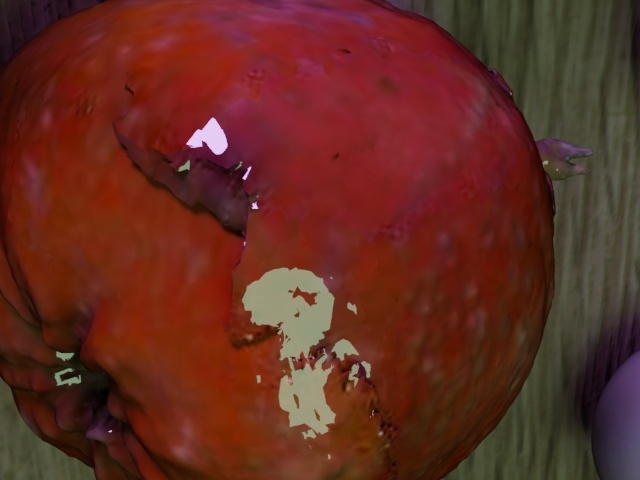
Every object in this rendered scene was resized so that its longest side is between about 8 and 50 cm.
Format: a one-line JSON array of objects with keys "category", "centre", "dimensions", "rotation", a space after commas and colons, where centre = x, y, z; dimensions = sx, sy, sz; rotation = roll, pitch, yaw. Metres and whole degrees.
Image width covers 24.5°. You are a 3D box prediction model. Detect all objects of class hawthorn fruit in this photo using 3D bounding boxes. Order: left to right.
[{"category": "hawthorn fruit", "centre": [0.000, 0.000, 0.678], "dimensions": [0.307, 0.276, 0.276], "rotation": [-22, 132, -32]}]

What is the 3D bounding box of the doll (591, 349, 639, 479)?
[{"category": "doll", "centre": [0.272, 0.157, 0.961], "dimensions": [0.221, 0.221, 0.251], "rotation": [-17, 156, -11]}]
